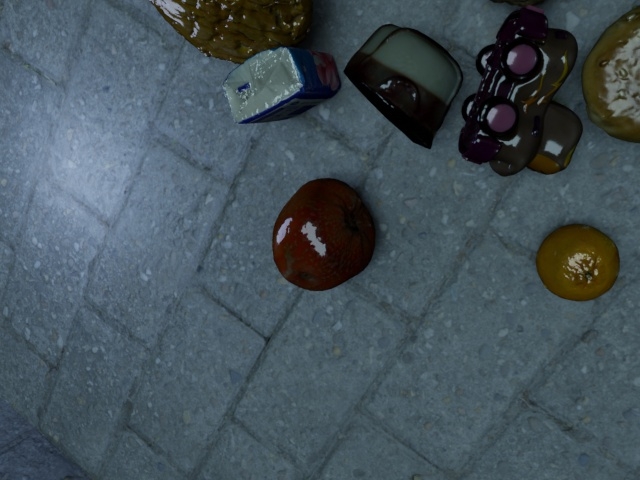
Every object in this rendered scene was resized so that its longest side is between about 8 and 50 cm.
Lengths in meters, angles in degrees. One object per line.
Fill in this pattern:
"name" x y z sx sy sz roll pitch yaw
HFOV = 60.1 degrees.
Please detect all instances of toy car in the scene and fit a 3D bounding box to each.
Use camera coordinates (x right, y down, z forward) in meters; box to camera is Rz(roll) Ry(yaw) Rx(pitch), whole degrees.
"toy car" 0.448 -0.301 1.188 0.240 0.271 0.341 16 109 0

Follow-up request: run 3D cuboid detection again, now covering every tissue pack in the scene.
"tissue pack" -0.092 -0.385 1.371 0.209 0.269 0.137 -23 95 27

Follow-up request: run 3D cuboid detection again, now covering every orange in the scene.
"orange" 0.582 0.052 1.256 0.177 0.155 0.178 1 92 31

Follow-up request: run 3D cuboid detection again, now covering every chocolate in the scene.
"chocolate" 0.207 -0.367 1.269 0.186 0.283 0.283 -45 83 10

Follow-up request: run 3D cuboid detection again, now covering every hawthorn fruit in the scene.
"hawthorn fruit" 0.000 0.000 1.434 0.275 0.275 0.300 45 124 8

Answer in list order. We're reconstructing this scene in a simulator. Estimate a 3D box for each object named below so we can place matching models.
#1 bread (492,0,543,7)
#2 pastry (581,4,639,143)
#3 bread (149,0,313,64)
"bread" 0.425 -0.589 1.160 0.229 0.123 0.230 -3 72 11
"pastry" 0.688 -0.337 1.099 0.315 0.184 0.285 -14 103 24
"bread" -0.204 -0.581 1.262 0.397 0.398 0.216 1 69 23
